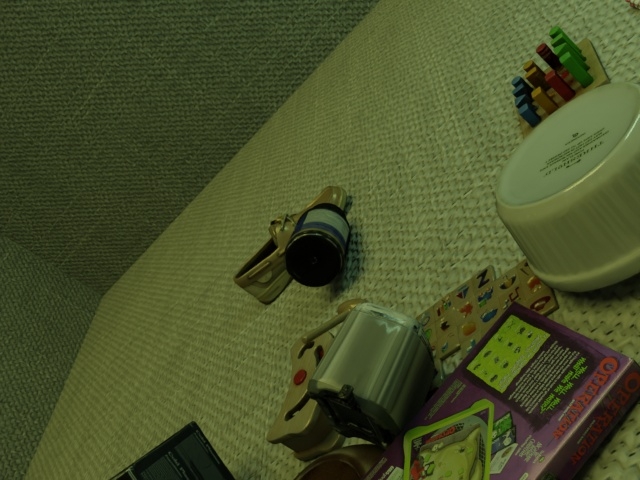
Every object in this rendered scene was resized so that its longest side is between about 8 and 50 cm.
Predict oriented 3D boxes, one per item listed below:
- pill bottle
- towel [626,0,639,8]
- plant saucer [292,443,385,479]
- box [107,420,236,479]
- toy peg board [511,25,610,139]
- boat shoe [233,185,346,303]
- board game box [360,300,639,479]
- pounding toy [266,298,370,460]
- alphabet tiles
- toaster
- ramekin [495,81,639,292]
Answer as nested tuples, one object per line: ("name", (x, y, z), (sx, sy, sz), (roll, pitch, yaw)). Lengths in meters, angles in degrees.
("pill bottle", (0.000, 0.000, 1.464), (0.123, 0.123, 0.219), (-44, 10, 21))
("towel", (0.577, -0.414, 1.076), (0.144, 0.029, 0.197), (-48, 22, 14))
("plant saucer", (0.000, 0.419, 0.961), (0.310, 0.050, 0.310), (-42, 25, 26))
("box", (-0.327, 0.480, 1.089), (0.343, 0.179, 0.312), (-36, -5, 4))
("toy peg board", (0.387, -0.277, 1.185), (0.161, 0.079, 0.161), (-39, 26, 32))
("boat shoe", (-0.071, -0.004, 1.649), (0.341, 0.110, 0.121), (-51, 22, 5))
("board game box", (0.185, 0.240, 0.797), (0.347, 0.056, 0.208), (-48, 20, -4))
("pounding toy", (-0.020, 0.213, 1.161), (0.154, 0.155, 0.269), (-10, 48, 54))
("alphabet tiles", (0.231, 0.118, 1.000), (0.237, 0.009, 0.198), (-40, 25, 28))
("toaster", (0.073, 0.184, 0.938), (0.129, 0.227, 0.146), (15, 63, 27))
("ramekin", (0.342, -0.078, 0.868), (0.273, 0.127, 0.273), (-43, 16, 16))
